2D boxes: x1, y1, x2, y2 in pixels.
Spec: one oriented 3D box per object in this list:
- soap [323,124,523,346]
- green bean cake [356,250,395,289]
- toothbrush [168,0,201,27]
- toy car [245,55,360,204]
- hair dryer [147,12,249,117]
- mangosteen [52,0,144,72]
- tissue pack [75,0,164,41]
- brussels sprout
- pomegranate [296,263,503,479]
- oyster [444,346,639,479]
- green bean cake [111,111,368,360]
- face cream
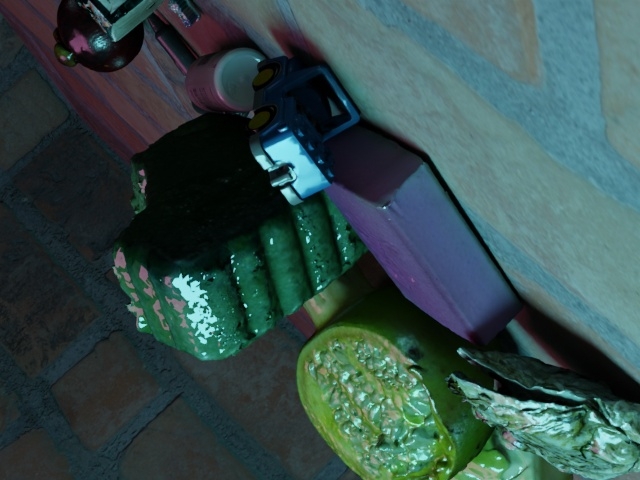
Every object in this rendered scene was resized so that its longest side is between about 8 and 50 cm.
[{"bbox_3d":[0.106,-0.007,1.533,0.181,0.081,0.259,36,166,52],"label":"soap"},{"bbox_3d":[0.078,0.060,1.972,0.109,0.085,0.179,53,169,-29],"label":"green bean cake"},{"bbox_3d":[-0.257,-0.399,1.720,0.304,0.030,0.030,51,171,-12],"label":"toothbrush"},{"bbox_3d":[-0.017,-0.132,1.470,0.097,0.100,0.191,53,-157,-34],"label":"toy car"},{"bbox_3d":[-0.190,-0.261,1.977,0.195,0.050,0.173,54,167,-21],"label":"hair dryer"},{"bbox_3d":[-0.356,-0.329,2.112,0.152,0.152,0.152,46,172,9],"label":"mangosteen"},{"bbox_3d":[-0.305,-0.368,1.838,0.170,0.103,0.090,46,165,3],"label":"tissue pack"},{"bbox_3d":[0.252,0.313,1.927,0.219,0.210,0.271,44,157,-18],"label":"brussels sprout"},{"bbox_3d":[0.106,0.146,1.788,0.358,0.216,0.310,59,148,10],"label":"pomegranate"},{"bbox_3d":[0.265,0.189,1.498,0.267,0.112,0.198,25,168,24],"label":"oyster"},{"bbox_3d":[-0.131,-0.013,1.666,0.308,0.300,0.169,25,139,43],"label":"green bean cake"},{"bbox_3d":[-0.129,-0.209,1.766,0.082,0.082,0.269,49,171,-16],"label":"face cream"}]
